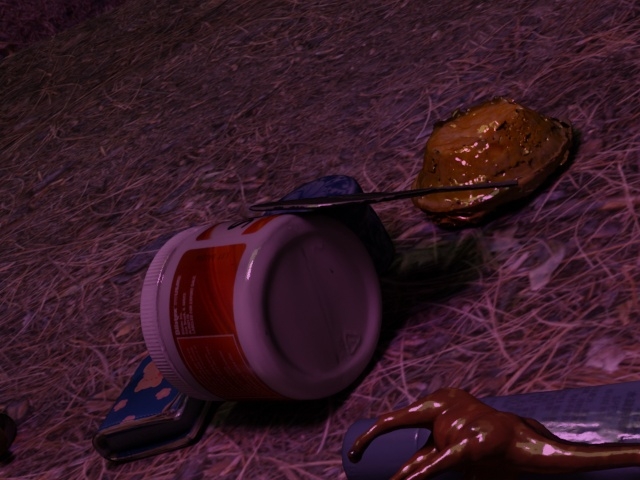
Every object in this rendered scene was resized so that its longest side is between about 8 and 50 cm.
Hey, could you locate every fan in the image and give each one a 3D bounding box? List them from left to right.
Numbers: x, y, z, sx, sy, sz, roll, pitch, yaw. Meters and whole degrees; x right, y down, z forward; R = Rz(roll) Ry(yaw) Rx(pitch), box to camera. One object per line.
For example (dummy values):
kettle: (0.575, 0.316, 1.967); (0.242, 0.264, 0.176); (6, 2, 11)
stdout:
fan: (0.047, -0.047, 1.997); (0.223, 0.012, 0.294); (-4, 3, 41)

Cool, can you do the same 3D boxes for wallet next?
wallet: (-0.169, 0.162, 2.092); (0.141, 0.059, 0.202); (-15, 28, 30)

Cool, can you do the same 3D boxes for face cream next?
face cream: (-0.062, 0.074, 1.951); (0.187, 0.201, 0.201); (-7, 34, 47)
face cream: (0.191, 0.178, 1.576); (0.385, 0.086, 0.135); (-9, 45, 36)

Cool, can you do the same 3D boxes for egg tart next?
egg tart: (0.195, -0.102, 2.134); (0.213, 0.090, 0.212); (-23, 25, 11)

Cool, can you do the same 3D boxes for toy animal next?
toy animal: (0.158, 0.181, 1.489); (0.230, 0.066, 0.224); (-28, 35, -8)

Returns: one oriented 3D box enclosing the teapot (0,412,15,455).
teapot: (-0.439, 0.223, 2.240); (0.130, 0.119, 0.166); (-47, 35, -21)

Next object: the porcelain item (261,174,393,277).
porcelain item: (0.000, 0.000, 2.134); (0.147, 0.114, 0.147); (-26, 24, 13)
